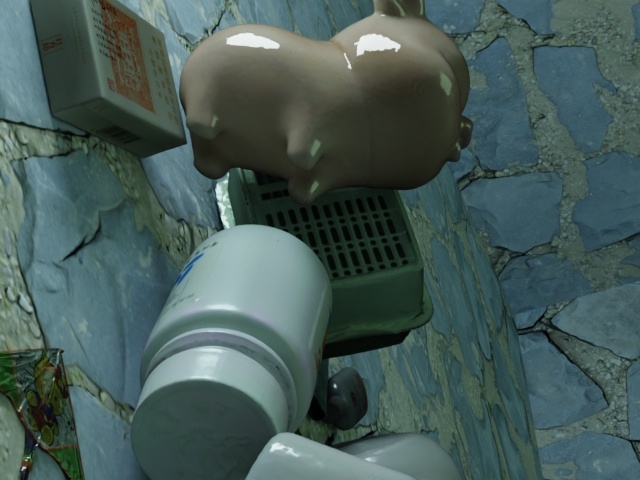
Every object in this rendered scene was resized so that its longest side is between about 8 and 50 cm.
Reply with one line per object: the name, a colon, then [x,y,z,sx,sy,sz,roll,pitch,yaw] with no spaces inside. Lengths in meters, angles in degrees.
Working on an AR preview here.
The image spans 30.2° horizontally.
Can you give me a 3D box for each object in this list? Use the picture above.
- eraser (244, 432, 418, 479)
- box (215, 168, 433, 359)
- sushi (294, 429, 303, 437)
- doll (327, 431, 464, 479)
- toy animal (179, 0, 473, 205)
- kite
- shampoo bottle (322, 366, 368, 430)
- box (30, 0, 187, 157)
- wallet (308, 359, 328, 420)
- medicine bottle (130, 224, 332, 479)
eraser: [-0.041,0.360,0.945,0.331,0.150,0.331,16,90,-74]
box: [0.000,0.000,1.437,0.166,0.220,0.290,95,-17,-50]
sushi: [-0.042,0.267,1.381,0.219,0.047,0.231,52,26,-53]
doll: [0.040,0.315,1.228,0.221,0.251,0.221,-19,90,-76]
toy animal: [0.010,-0.157,1.331,0.237,0.326,0.269,96,16,-58]
kite: [-0.224,0.165,0.912,0.244,0.006,0.198,-88,157,-50]
shampoo bottle: [0.032,0.231,1.701,0.165,0.040,0.080,-12,88,-76]
box: [-0.214,-0.174,1.220,0.201,0.058,0.141,26,49,-69]
wallet: [-0.036,0.113,1.595,0.167,0.036,0.222,-87,156,-53]
medicine bottle: [-0.083,0.114,1.160,0.293,0.170,0.170,-77,147,-64]
